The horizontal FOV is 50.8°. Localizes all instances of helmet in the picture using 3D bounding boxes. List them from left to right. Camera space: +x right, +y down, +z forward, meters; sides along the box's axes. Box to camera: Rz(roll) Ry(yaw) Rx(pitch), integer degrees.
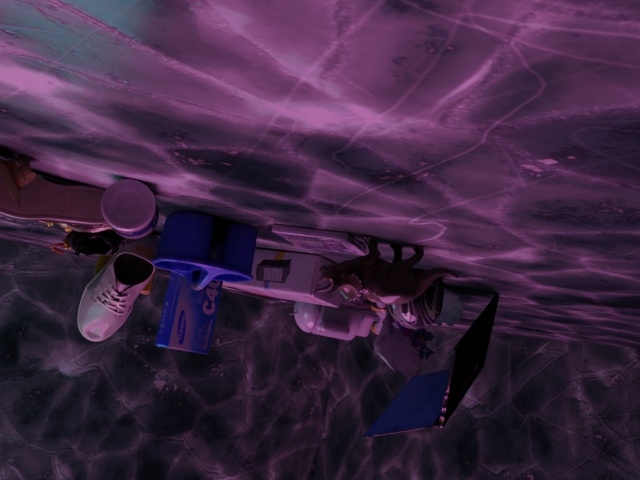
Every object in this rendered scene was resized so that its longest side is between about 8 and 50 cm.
[{"bbox_3d":[0.265,0.170,1.907,0.169,0.161,0.169,11,171,2],"label":"helmet"}]

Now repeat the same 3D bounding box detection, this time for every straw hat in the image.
[{"bbox_3d":[-0.621,-0.140,1.383,0.061,0.144,0.144,-26,-176,-20],"label":"straw hat"}]

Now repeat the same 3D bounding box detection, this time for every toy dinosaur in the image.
[{"bbox_3d":[0.150,0.082,1.538,0.314,0.160,0.121,12,171,-2],"label":"toy dinosaur"}]

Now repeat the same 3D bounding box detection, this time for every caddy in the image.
[{"bbox_3d":[-0.306,0.043,1.765,0.241,0.179,0.341,14,170,-22],"label":"caddy"}]

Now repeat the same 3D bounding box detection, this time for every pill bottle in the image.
[{"bbox_3d":[-0.412,-0.062,1.473,0.112,0.112,0.187,12,171,-9],"label":"pill bottle"}]

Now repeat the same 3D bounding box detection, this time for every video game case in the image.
[{"bbox_3d":[0.000,0.000,1.639,0.190,0.022,0.173,7,170,20],"label":"video game case"}]

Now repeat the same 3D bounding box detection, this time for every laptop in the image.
[{"bbox_3d":[0.335,0.375,2.018,0.236,0.407,0.382,17,-154,25],"label":"laptop"}]

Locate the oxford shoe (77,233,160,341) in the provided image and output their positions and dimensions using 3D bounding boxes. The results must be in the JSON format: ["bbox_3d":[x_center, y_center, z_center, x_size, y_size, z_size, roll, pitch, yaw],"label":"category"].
[{"bbox_3d":[-0.662,0.165,2.180,0.169,0.449,0.130,31,-159,-20],"label":"oxford shoe"}]

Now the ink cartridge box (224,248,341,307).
[{"bbox_3d":[-0.106,0.113,2.087,0.306,0.131,0.226,5,168,25],"label":"ink cartridge box"}]

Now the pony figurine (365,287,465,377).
[{"bbox_3d":[0.261,0.261,2.149,0.351,0.303,0.363,35,166,32],"label":"pony figurine"}]

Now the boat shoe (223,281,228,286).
[{"bbox_3d":[-0.384,0.089,2.347,0.302,0.109,0.098,19,170,-14],"label":"boat shoe"}]

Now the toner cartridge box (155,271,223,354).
[{"bbox_3d":[-0.402,0.176,2.136,0.075,0.347,0.165,0,166,42],"label":"toner cartridge box"}]

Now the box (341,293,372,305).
[{"bbox_3d":[0.141,0.214,2.560,0.242,0.076,0.307,15,170,-20],"label":"box"}]

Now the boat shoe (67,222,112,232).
[{"bbox_3d":[-0.546,-0.067,1.715,0.224,0.080,0.073,2,126,13],"label":"boat shoe"}]

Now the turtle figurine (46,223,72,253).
[{"bbox_3d":[-0.669,-0.048,1.864,0.217,0.087,0.269,5,141,-2],"label":"turtle figurine"}]

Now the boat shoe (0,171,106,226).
[{"bbox_3d":[-0.640,-0.096,1.536,0.324,0.116,0.097,10,169,-31],"label":"boat shoe"}]

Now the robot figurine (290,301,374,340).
[{"bbox_3d":[0.041,0.300,2.801,0.354,0.199,0.300,12,-161,-13],"label":"robot figurine"}]

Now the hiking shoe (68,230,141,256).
[{"bbox_3d":[-0.535,-0.002,1.764,0.227,0.086,0.114,-19,-145,-20],"label":"hiking shoe"}]

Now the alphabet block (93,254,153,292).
[{"bbox_3d":[-0.671,0.079,2.353,0.193,0.192,0.197,11,172,-12],"label":"alphabet block"}]
